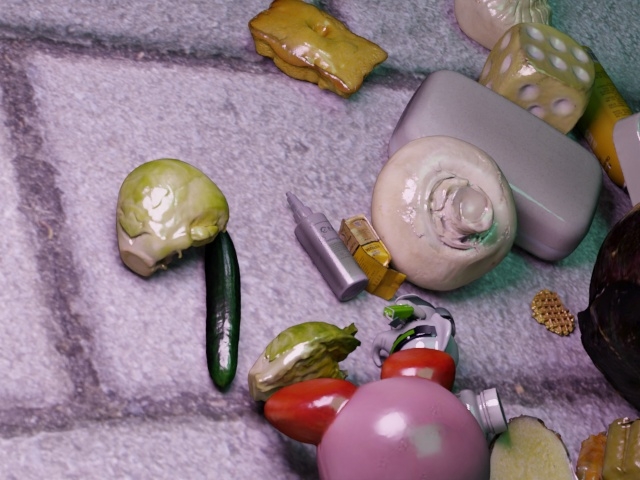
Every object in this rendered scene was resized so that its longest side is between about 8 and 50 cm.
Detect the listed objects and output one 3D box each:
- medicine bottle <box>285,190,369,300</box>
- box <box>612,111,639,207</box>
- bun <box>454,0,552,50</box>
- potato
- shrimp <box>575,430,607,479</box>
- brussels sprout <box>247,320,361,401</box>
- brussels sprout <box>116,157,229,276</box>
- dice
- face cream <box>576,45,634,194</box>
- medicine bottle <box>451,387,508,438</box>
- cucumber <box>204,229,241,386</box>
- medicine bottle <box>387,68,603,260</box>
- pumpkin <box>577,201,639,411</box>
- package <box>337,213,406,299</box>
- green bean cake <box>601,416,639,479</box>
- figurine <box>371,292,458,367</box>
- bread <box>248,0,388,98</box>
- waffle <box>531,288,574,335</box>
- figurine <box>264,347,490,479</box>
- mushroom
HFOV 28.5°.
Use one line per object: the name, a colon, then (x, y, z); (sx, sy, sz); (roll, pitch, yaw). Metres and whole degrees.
medicine bottle: (0.000, 0.000, 1.945); (0.057, 0.058, 0.199); (-14, 60, -38)
box: (0.716, -0.072, 2.334); (0.367, 0.090, 0.373); (-12, 84, -36)
bun: (0.380, -0.480, 2.542); (0.229, 0.145, 0.229); (18, 42, -17)
potato: (0.278, 0.348, 1.786); (0.164, 0.081, 0.200); (35, 45, -10)
shrimp: (0.427, 0.370, 1.885); (0.132, 0.051, 0.188); (38, 44, -25)
brussels sprout: (-0.023, 0.166, 1.728); (0.181, 0.139, 0.100); (-6, 48, -30)
brussels sprout: (-0.223, -0.041, 1.803); (0.183, 0.131, 0.145); (-33, 89, -36)
dice: (0.401, -0.291, 2.361); (0.169, 0.169, 0.166); (21, 45, -14)
face cream: (0.559, -0.217, 2.437); (0.105, 0.105, 0.349); (-4, 55, -33)
medicine bottle: (0.186, 0.254, 1.765); (0.140, 0.079, 0.079); (-17, 51, 10)
cucumber: (-0.138, 0.084, 1.792); (0.056, 0.056, 0.284); (12, 48, -21)
medicine bottle: (0.310, -0.136, 2.202); (0.375, 0.123, 0.282); (31, 46, -3)
pumpkin: (0.613, 0.123, 1.916); (0.454, 0.454, 0.344); (38, 70, 4)
package: (0.071, 0.029, 1.953); (0.047, 0.071, 0.131); (-16, 64, -36)
green bean cake: (0.550, 0.345, 1.807); (0.233, 0.236, 0.124); (37, 51, -23)
figurine: (0.144, 0.154, 1.842); (0.126, 0.147, 0.192); (-2, 33, -12)
bread: (-0.010, -0.337, 2.224); (0.233, 0.088, 0.161); (37, 38, 8)
waffle: (0.387, 0.121, 2.097); (0.085, 0.016, 0.078); (42, 48, 10)
figurine: (0.099, 0.267, 1.597); (0.269, 0.211, 0.261); (-13, 78, -21)
mushroom: (0.200, -0.042, 1.980); (0.246, 0.202, 0.246); (0, 91, -19)
